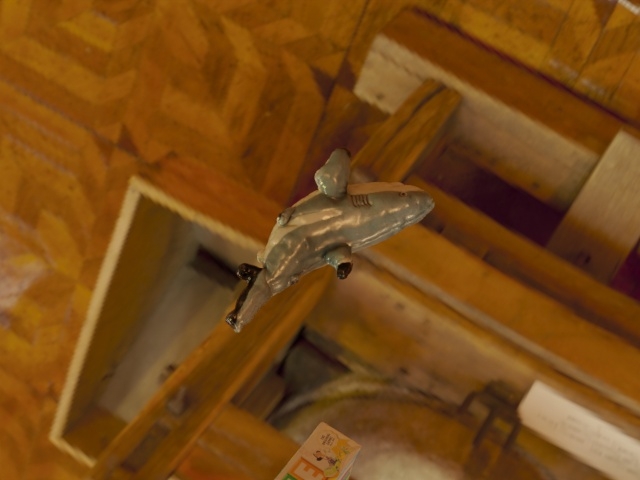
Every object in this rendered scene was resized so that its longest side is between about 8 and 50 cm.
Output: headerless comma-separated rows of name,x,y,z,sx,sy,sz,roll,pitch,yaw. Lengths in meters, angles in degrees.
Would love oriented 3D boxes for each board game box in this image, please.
board game box,-0.031,0.182,0.686,0.026,0.103,0.154,31,134,15

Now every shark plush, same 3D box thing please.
shark plush,0.000,0.000,0.832,0.067,0.161,0.073,33,135,31
